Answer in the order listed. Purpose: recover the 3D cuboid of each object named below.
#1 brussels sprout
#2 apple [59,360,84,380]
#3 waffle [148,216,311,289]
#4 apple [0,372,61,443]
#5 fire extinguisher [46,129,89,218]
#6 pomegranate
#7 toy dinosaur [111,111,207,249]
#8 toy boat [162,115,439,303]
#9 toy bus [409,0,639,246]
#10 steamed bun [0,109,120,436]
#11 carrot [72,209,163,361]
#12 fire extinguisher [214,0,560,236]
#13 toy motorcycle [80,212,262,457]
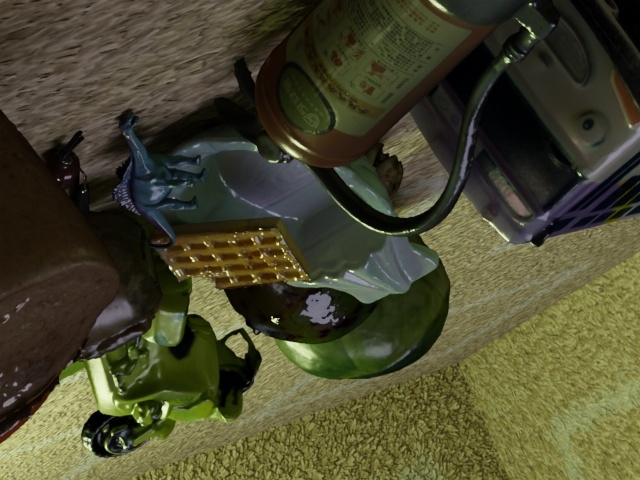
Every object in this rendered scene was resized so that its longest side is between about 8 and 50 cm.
[{"bbox_3d":[0.054,0.063,2.279,0.219,0.210,0.271,-23,-175,25],"label":"brussels sprout"},{"bbox_3d":[-0.289,0.099,1.987,0.114,0.099,0.102,-37,167,19],"label":"apple"},{"bbox_3d":[-0.084,0.014,1.693,0.135,0.021,0.092,-5,143,24],"label":"waffle"},{"bbox_3d":[-0.303,0.065,1.459,0.241,0.242,0.242,-31,166,38],"label":"apple"},{"bbox_3d":[-0.220,-0.045,1.587,0.035,0.049,0.173,-10,166,-11],"label":"fire extinguisher"},{"bbox_3d":[0.000,0.000,1.958,0.248,0.202,0.202,-54,168,-1],"label":"pomegranate"},{"bbox_3d":[-0.144,-0.050,1.600,0.080,0.045,0.197,5,146,7],"label":"toy dinosaur"},{"bbox_3d":[-0.022,-0.041,1.702,0.290,0.100,0.199,34,139,-30],"label":"toy boat"},{"bbox_3d":[0.265,-0.144,1.571,0.249,0.209,0.440,-42,164,31],"label":"toy bus"},{"bbox_3d":[-0.315,0.038,1.232,0.301,0.251,0.199,-42,168,12],"label":"steamed bun"},{"bbox_3d":[-0.299,0.057,1.693,0.302,0.139,0.139,-10,167,-6],"label":"carrot"},{"bbox_3d":[0.052,-0.120,1.398,0.113,0.200,0.376,-15,165,-37],"label":"fire extinguisher"},{"bbox_3d":[-0.167,0.110,1.905,0.206,0.142,0.342,-26,145,-17],"label":"toy motorcycle"}]
